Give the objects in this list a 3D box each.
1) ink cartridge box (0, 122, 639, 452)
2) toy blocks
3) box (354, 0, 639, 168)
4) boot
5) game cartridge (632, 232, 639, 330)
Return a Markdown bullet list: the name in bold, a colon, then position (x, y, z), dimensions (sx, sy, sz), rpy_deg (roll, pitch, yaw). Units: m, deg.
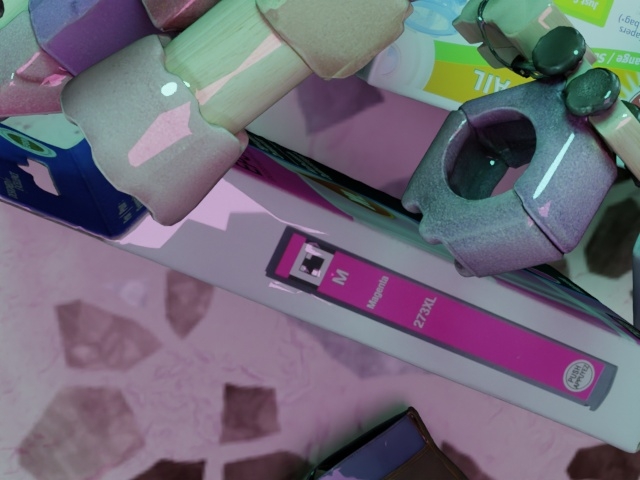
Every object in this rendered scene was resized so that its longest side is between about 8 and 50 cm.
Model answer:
- **ink cartridge box**: position (0.000, 0.000, 0.795), dimensions (0.370, 0.176, 0.069), rpy_deg (21, 100, -21)
- **toy blocks**: position (-0.075, -0.104, 0.625), dimensions (0.260, 0.289, 0.309), rpy_deg (-39, 132, 11)
- **box**: position (0.117, -0.119, 0.836), dimensions (0.203, 0.103, 0.114), rpy_deg (15, 101, -21)
- **boot**: position (-0.006, 0.191, 0.920), dimensions (0.219, 0.082, 0.106), rpy_deg (-25, 90, -4)
- **game cartridge**: position (0.253, -0.089, 0.827), dimensions (0.297, 0.062, 0.198), rpy_deg (-63, 157, -12)
